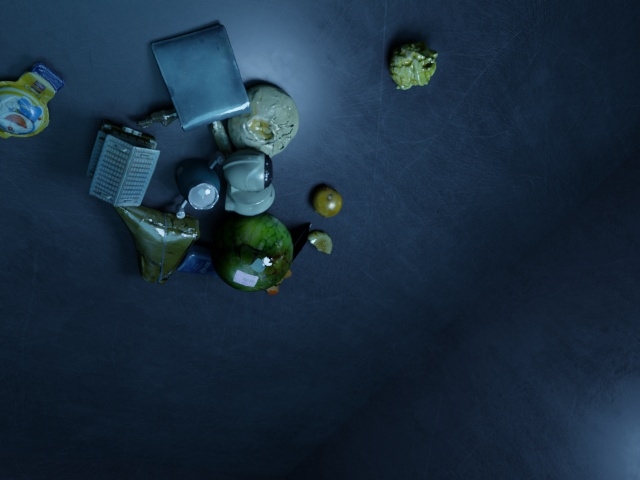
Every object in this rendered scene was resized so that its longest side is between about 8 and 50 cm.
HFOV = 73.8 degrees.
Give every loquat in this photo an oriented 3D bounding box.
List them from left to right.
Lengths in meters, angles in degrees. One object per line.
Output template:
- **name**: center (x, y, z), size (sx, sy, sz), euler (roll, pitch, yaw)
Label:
- **loquat**: center (0.030, -0.172, 1.910), size (0.140, 0.141, 0.141), euler (-14, 129, -17)

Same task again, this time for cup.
- **cup**: center (-0.456, -0.205, 1.612), size (0.167, 0.173, 0.300), euler (29, 108, -38)

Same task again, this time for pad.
- **pad**: center (-0.093, 0.022, 1.924), size (0.009, 0.265, 0.160), euler (33, 109, -9)

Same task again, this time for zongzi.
- **zongzi**: center (-0.695, 0.006, 1.652), size (0.360, 0.160, 0.323), euler (21, 113, -41)

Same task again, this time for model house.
- **model house**: center (-0.664, -0.260, 1.437), size (0.198, 0.215, 0.224), euler (16, 116, -33)

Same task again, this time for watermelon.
- **watermelon**: center (-0.281, 0.042, 1.773), size (0.362, 0.363, 0.364), euler (-14, 129, -17)

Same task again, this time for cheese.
- **cheese**: center (-0.902, -0.420, 1.292), size (0.270, 0.069, 0.177), euler (-41, 132, 7)

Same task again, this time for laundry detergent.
- **laundry detergent**: center (-0.481, 0.105, 1.878), size (0.289, 0.094, 0.143), euler (19, 125, -39)

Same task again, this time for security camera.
- **security camera**: center (-0.266, -0.230, 1.600), size (0.190, 0.197, 0.277), euler (3, 152, -5)

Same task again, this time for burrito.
- **burrito**: center (-0.373, -0.383, 1.601), size (0.045, 0.058, 0.188), euler (-44, 136, -25)

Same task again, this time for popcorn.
- **popcorn**: center (0.363, -0.681, 1.660), size (0.187, 0.185, 0.167), euler (-6, 110, 14)

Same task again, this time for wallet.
- **wallet**: center (-0.389, -0.533, 1.413), size (0.251, 0.054, 0.291), euler (-23, 108, -13)

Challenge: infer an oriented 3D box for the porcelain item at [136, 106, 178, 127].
- **porcelain item**: center (-0.525, -0.431, 1.466), size (0.215, 0.081, 0.069), euler (-22, 117, -10)

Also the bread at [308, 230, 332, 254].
- **bread**: center (0.000, 0.000, 2.058), size (0.157, 0.083, 0.095), euler (17, 113, -37)

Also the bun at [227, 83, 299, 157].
- **bun**: center (-0.204, -0.428, 1.589), size (0.286, 0.146, 0.288), euler (-14, 128, -19)

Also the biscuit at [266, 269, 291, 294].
- **biscuit**: center (-0.217, 0.163, 2.104), size (0.165, 0.036, 0.250), euler (22, 112, -38)
